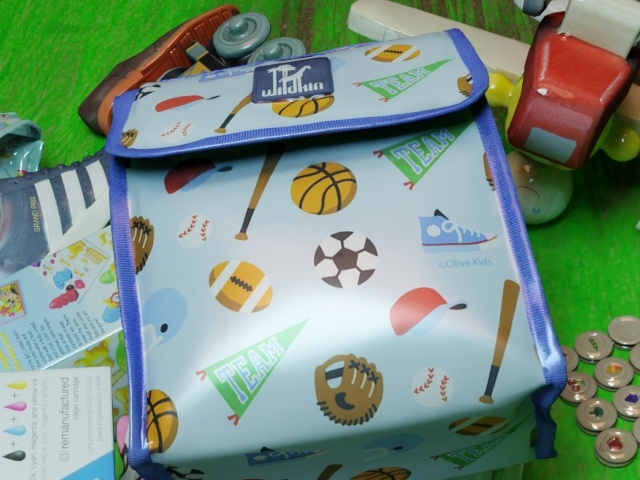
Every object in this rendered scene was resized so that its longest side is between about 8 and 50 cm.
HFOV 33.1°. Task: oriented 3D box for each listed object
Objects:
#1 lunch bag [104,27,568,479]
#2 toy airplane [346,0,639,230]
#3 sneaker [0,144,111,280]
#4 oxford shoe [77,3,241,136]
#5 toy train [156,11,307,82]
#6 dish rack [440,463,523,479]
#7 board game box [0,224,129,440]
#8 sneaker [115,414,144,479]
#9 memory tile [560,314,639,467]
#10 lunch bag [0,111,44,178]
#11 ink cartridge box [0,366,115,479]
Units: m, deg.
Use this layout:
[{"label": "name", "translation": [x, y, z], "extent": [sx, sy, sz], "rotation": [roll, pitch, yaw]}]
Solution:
[{"label": "lunch bag", "translation": [0.000, 0.000, 0.895], "extent": [0.328, 0.239, 0.385], "rotation": [-9, 61, 2]}, {"label": "toy airplane", "translation": [0.259, -0.152, 1.159], "extent": [0.384, 0.272, 0.386], "rotation": [7, 20, -35]}, {"label": "sneaker", "translation": [-0.306, -0.046, 1.219], "extent": [0.148, 0.131, 0.350], "rotation": [37, 53, -5]}, {"label": "oxford shoe", "translation": [-0.216, -0.240, 1.460], "extent": [0.098, 0.097, 0.271], "rotation": [23, 54, 40]}, {"label": "toy train", "translation": [-0.080, -0.149, 1.306], "extent": [0.190, 0.142, 0.334], "rotation": [-37, 47, -10]}, {"label": "dish rack", "translation": [0.025, 0.223, 0.938], "extent": [0.286, 0.072, 0.333], "rotation": [4, 47, 17]}, {"label": "board game box", "translation": [-0.229, 0.103, 1.071], "extent": [0.275, 0.142, 0.144], "rotation": [-28, 46, -14]}, {"label": "sneaker", "translation": [-0.141, 0.220, 0.982], "extent": [0.077, 0.072, 0.178], "rotation": [-15, 44, -3]}, {"label": "memory tile", "translation": [0.281, 0.136, 1.000], "extent": [0.113, 0.012, 0.148], "rotation": [-20, 43, -6]}, {"label": "lunch bag", "translation": [-0.480, -0.057, 1.293], "extent": [0.223, 0.160, 0.262], "rotation": [8, 53, 23]}, {"label": "ink cartridge box", "translation": [-0.279, 0.218, 0.847], "extent": [0.233, 0.168, 0.171], "rotation": [-2, 48, -12]}]
